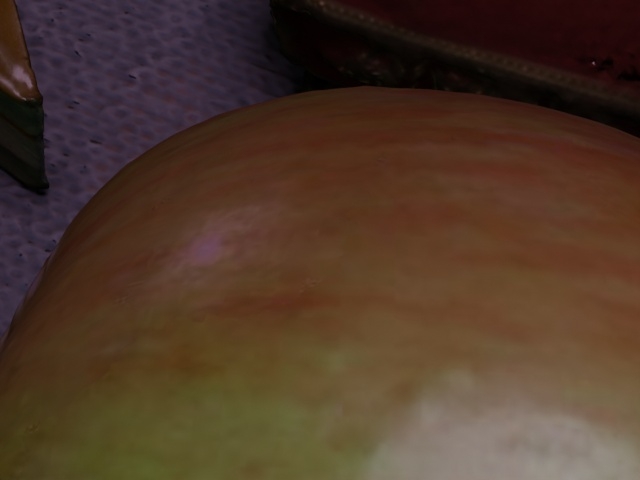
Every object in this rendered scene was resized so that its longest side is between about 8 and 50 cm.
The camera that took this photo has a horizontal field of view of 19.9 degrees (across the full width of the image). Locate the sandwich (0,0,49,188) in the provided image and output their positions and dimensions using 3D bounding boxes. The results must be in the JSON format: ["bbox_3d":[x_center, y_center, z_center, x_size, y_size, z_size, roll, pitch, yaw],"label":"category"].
[{"bbox_3d":[-0.200,-0.094,0.863,0.113,0.079,0.163,-13,60,-12],"label":"sandwich"}]

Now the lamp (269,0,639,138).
[{"bbox_3d":[0.100,-0.133,0.866,0.274,0.177,0.177,20,56,6],"label":"lamp"}]

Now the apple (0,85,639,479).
[{"bbox_3d":[0.035,0.145,0.542,0.346,0.391,0.391,20,55,-8],"label":"apple"}]

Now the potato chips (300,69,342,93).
[{"bbox_3d":[0.000,0.000,0.848,0.092,0.028,0.207,15,51,7],"label":"potato chips"}]
